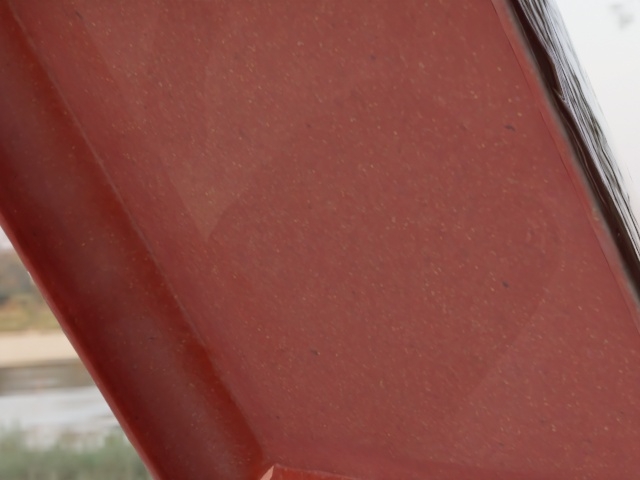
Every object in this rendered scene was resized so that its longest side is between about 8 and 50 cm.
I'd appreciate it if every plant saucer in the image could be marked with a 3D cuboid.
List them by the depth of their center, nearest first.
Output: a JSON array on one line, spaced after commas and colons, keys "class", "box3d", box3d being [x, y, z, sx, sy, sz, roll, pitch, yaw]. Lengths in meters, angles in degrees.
[{"class": "plant saucer", "box3d": [0.000, 0.000, 0.494, 0.259, 0.258, 0.048, 1, 35, 50]}]
